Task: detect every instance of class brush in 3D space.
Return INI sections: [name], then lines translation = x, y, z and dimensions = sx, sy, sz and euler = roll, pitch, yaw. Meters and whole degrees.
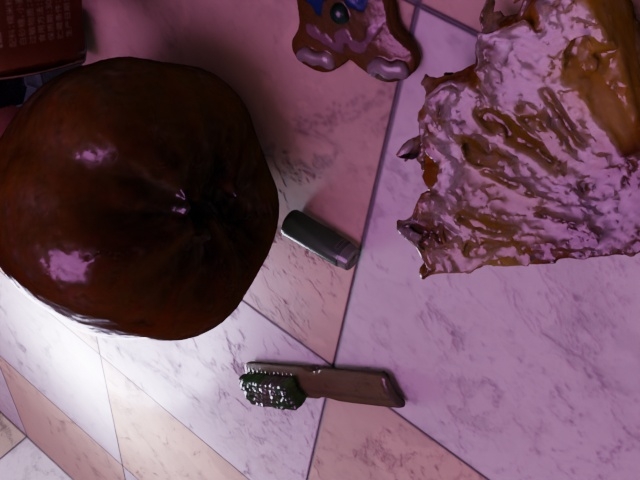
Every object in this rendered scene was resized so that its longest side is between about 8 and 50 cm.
[brush]
translation = -0.012, 0.187, 0.945
dimensions = 0.282, 0.048, 0.054
euler = -8, 120, 48

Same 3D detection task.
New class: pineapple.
[pineapple]
translation = 0.146, -0.059, 0.484
dimensions = 0.186, 0.114, 0.236
euler = 38, 141, 15

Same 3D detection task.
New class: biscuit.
[biscuit]
translation = 0.006, -0.216, 0.553
dimensions = 0.138, 0.031, 0.205
euler = 19, 134, 35

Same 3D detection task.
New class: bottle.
[bottle]
translation = 0.000, 0.000, 0.763
dimensions = 0.083, 0.030, 0.030
euler = 31, 142, 21

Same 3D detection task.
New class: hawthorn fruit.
[hawthorn fruit]
translation = -0.199, -0.037, 0.735
dimensions = 0.300, 0.267, 0.268
euler = 4, 126, 46

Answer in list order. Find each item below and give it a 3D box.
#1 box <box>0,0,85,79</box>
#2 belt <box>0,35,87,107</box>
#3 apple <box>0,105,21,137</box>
[box]
translation = -0.362, -0.368, 0.629
dimensions = 0.344, 0.122, 0.385
euler = 23, 123, 28
[belt]
translation = -0.359, -0.211, 0.819
dimensions = 0.078, 0.198, 0.151
euler = 89, 166, -44
[apple]
translation = -0.430, -0.143, 0.991
dimensions = 0.153, 0.120, 0.153
euler = 24, 133, 28
